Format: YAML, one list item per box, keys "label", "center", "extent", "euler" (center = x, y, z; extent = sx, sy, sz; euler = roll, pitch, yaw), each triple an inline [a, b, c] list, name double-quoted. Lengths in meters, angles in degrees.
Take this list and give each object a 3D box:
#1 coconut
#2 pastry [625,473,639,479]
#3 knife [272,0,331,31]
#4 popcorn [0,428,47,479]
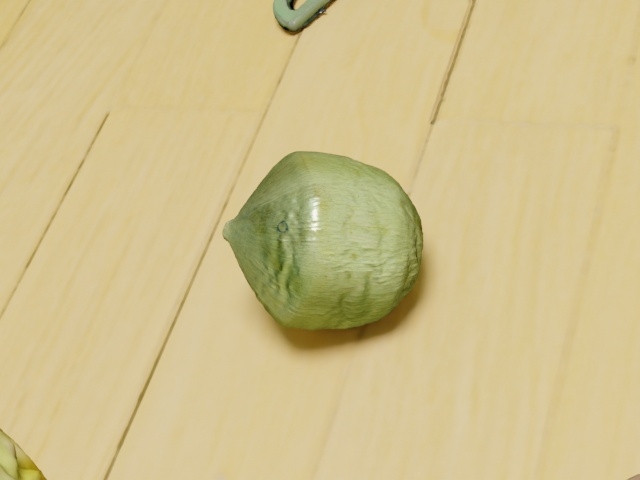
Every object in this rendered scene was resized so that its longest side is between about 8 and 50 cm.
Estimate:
- label: "coconut"
  center: [0.000, 0.000, 0.695]
  extent: [0.096, 0.088, 0.088]
  euler: [7, 44, -15]
- label: "pastry"
  center: [0.123, 0.191, 0.404]
  extent: [0.284, 0.184, 0.316]
  euler: [23, 59, 35]
- label: "knife"
  center: [0.063, -0.227, 0.928]
  extent: [0.043, 0.020, 0.293]
  euler: [25, 61, 33]
- label: "popcorn"
  center: [-0.183, 0.147, 0.547]
  extent: [0.197, 0.198, 0.212]
  euler: [2, 14, 20]
